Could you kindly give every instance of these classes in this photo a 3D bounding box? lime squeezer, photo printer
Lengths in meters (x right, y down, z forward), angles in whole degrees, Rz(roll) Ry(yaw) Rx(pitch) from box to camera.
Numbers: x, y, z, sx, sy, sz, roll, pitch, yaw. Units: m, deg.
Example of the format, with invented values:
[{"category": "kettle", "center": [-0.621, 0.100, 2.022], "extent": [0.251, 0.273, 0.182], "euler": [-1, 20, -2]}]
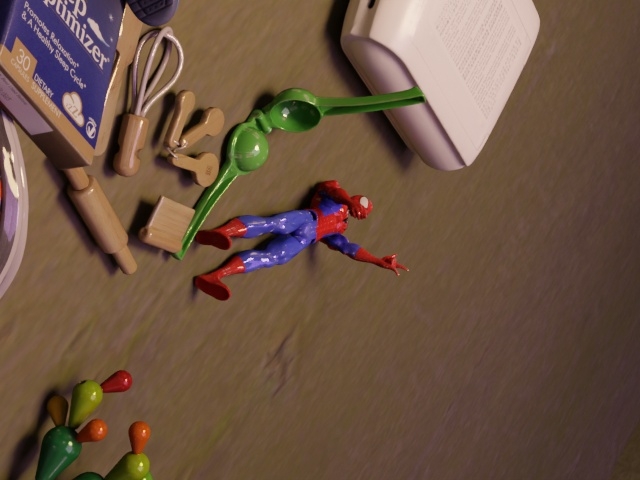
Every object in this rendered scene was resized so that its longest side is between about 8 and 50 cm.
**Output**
[{"category": "lime squeezer", "center": [-0.044, -0.096, 1.322], "extent": [0.310, 0.110, 0.059], "euler": [-33, 157, -4]}, {"category": "photo printer", "center": [0.146, -0.265, 1.507], "extent": [0.256, 0.107, 0.307], "euler": [-63, 146, -15]}]

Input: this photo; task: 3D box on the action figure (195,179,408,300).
[{"category": "action figure", "center": [0.000, 0.000, 1.399], "extent": [0.280, 0.139, 0.092], "euler": [-27, 127, -51]}]

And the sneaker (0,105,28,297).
[{"category": "sneaker", "center": [-0.333, 0.029, 0.920], "extent": [0.180, 0.124, 0.321], "euler": [2, 103, -58]}]

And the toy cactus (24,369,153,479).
[{"category": "toy cactus", "center": [-0.249, 0.238, 1.194], "extent": [0.180, 0.112, 0.219], "euler": [-10, 117, -34]}]

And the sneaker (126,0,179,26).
[{"category": "sneaker", "center": [-0.149, -0.252, 1.080], "extent": [0.059, 0.053, 0.144], "euler": [23, 51, -74]}]

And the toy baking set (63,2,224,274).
[{"category": "toy baking set", "center": [-0.174, -0.094, 1.190], "extent": [0.197, 0.030, 0.256], "euler": [-58, 145, -25]}]

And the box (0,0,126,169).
[{"category": "box", "center": [-0.210, -0.187, 0.994], "extent": [0.136, 0.036, 0.225], "euler": [55, 32, -51]}]
